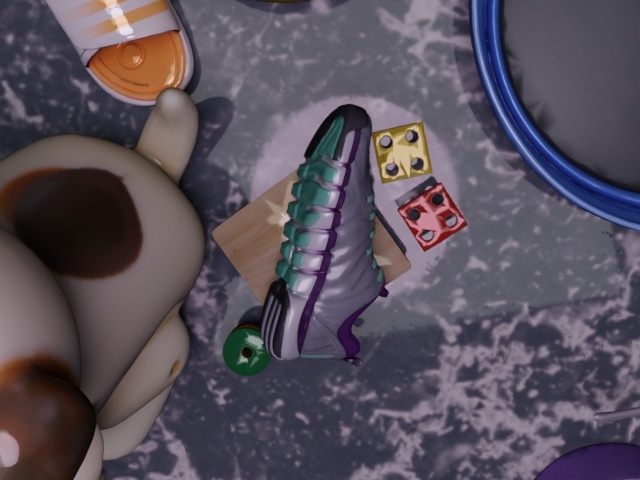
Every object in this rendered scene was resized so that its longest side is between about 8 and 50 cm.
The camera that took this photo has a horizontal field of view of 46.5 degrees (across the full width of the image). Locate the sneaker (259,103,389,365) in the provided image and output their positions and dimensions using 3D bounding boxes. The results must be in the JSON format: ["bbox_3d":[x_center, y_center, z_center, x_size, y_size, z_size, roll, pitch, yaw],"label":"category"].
[{"bbox_3d":[0.021,-0.001,0.640,0.098,0.083,0.223,13,102,-21],"label":"sneaker"}]

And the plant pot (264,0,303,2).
[{"bbox_3d":[-0.041,-0.325,0.550,0.254,0.239,0.254,0,98,4],"label":"plant pot"}]

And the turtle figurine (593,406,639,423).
[{"bbox_3d":[0.396,0.177,0.615,0.266,0.198,0.274,44,64,-13],"label":"turtle figurine"}]

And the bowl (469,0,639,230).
[{"bbox_3d":[0.319,-0.197,0.625,0.391,0.077,0.391,1,98,4],"label":"bowl"}]

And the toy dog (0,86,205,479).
[{"bbox_3d":[-0.222,0.070,0.535,0.395,0.408,0.284,-42,94,9],"label":"toy dog"}]

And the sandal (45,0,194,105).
[{"bbox_3d":[-0.208,-0.241,0.655,0.102,0.076,0.265,-25,96,7],"label":"sandal"}]

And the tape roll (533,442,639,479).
[{"bbox_3d":[0.284,0.295,0.700,0.189,0.080,0.189,1,99,5],"label":"tape roll"}]

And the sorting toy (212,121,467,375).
[{"bbox_3d":[0.000,0.000,0.692,0.274,0.046,0.132,-35,95,9],"label":"sorting toy"}]
